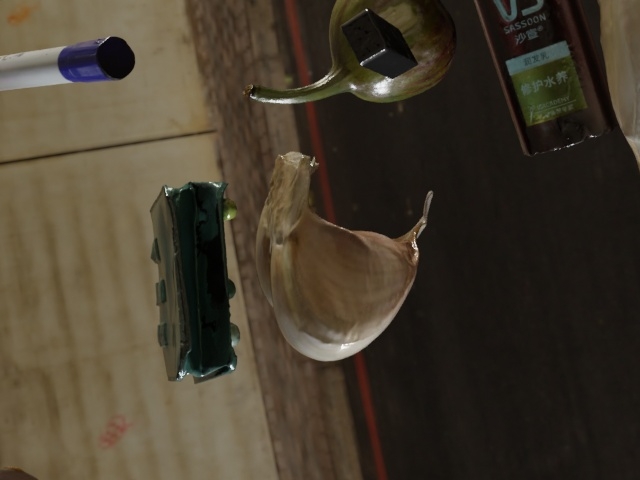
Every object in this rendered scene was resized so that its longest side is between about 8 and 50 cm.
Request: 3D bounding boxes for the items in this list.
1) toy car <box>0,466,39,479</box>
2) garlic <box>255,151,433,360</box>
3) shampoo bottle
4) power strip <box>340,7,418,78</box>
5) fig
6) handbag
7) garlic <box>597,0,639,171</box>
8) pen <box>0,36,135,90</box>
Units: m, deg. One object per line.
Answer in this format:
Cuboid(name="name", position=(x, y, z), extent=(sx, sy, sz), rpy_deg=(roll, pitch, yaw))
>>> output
Cuboid(name="toy car", position=(-0.312, 0.365, 0.941), extent=(0.271, 0.240, 0.340), rpy_deg=(64, -144, -62))
Cuboid(name="garlic", position=(0.006, 0.012, 0.725), extent=(0.174, 0.099, 0.124), rpy_deg=(-150, 75, -75))
Cuboid(name="shampoo bottle", position=(0.261, -0.273, 1.341), extent=(0.084, 0.129, 0.323), rpy_deg=(-32, -75, -63))
Cuboid(name="power strip", position=(0.047, -0.151, 0.853), extent=(0.038, 0.029, 0.111), rpy_deg=(63, -164, 7))
Cuboid(name="fig", position=(0.032, -0.196, 1.179), extent=(0.149, 0.245, 0.149), rpy_deg=(46, 158, 25))
Cuboid(name="handbag", position=(-0.170, 0.060, 1.501), extent=(0.274, 0.100, 0.268), rpy_deg=(140, 125, -73))
Cuboid(name="garlic", position=(0.273, -0.069, 0.626), extent=(0.110, 0.217, 0.228), rpy_deg=(-178, 82, -68))
Cuboid(name="pen", position=(-0.237, -0.138, 0.886), extent=(0.269, 0.033, 0.033), rpy_deg=(4, 106, 48))
